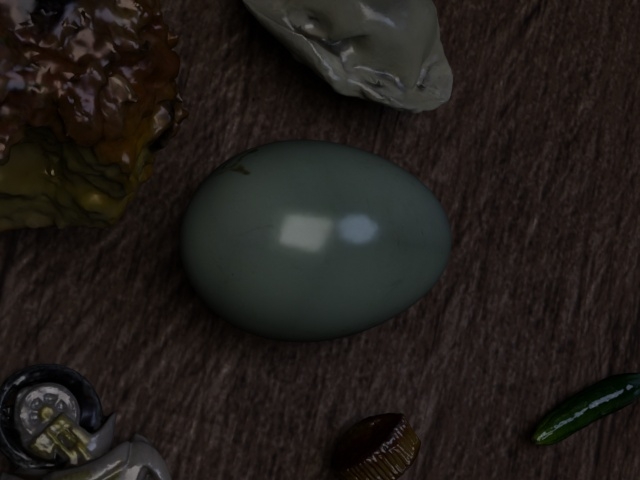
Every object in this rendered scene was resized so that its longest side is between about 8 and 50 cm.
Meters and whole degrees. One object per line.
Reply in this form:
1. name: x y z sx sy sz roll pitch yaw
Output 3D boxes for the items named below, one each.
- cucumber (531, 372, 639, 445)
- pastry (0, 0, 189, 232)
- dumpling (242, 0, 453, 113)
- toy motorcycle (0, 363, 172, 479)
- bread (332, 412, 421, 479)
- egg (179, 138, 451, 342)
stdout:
1. cucumber: 0.278 0.169 1.336 0.168 0.039 0.039 -24 89 -22
2. pastry: -0.317 -0.162 1.031 0.405 0.292 0.337 -12 73 -14
3. dumpling: 0.028 -0.215 1.262 0.250 0.132 0.162 47 63 -7
4. toy motorcycle: -0.205 0.282 1.081 0.223 0.108 0.340 20 66 -11
5. bread: 0.050 0.194 1.215 0.085 0.085 0.053 -42 102 -23
6. egg: 0.000 0.000 1.179 0.264 0.183 0.183 -1 80 -28
